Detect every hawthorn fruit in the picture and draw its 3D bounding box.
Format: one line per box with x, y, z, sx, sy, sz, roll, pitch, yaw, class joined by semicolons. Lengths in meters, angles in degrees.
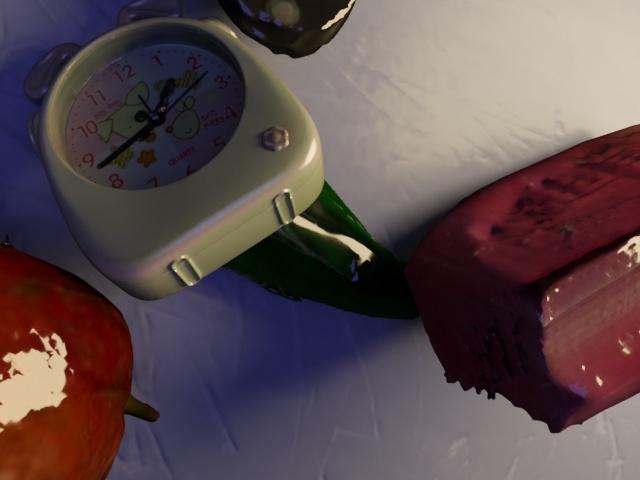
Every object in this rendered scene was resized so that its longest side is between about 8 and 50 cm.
-0.208;0.090;0.329;0.260;0.224;0.224;0;96;-44;hawthorn fruit

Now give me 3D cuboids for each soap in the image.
0.230;0.003;0.479;0.324;0.220;0.128;-22;108;-17;soap

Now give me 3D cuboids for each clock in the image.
-0.100;-0.072;0.388;0.151;0.062;0.191;-33;68;-8;clock

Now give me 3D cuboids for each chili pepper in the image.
-0.002;-0.001;0.470;0.216;0.062;0.108;30;84;-24;chili pepper

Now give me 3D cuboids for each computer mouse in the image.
-0.016;-0.229;0.432;0.121;0.073;0.217;19;82;-25;computer mouse
